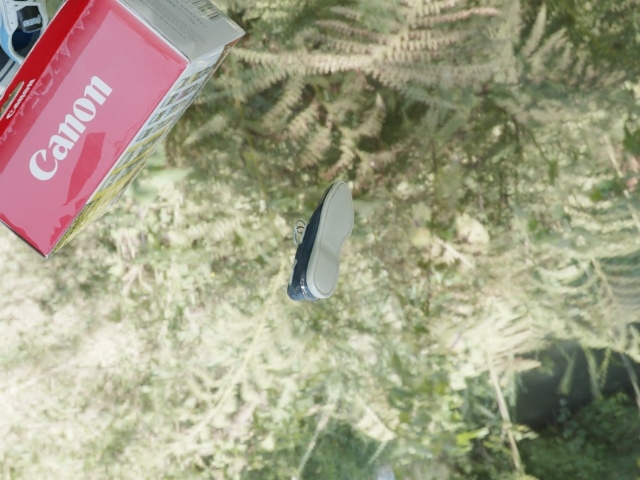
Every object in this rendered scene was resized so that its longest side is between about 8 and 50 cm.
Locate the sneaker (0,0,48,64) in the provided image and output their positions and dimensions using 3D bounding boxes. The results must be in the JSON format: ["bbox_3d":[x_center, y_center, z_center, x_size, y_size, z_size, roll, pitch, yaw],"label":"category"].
[{"bbox_3d":[-0.450,-0.371,1.283,0.085,0.086,0.237,-32,147,-32],"label":"sneaker"}]

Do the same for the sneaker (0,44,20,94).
[{"bbox_3d":[-0.648,-0.251,1.412,0.321,0.126,0.127,-34,130,0],"label":"sneaker"}]

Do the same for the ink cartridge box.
[{"bbox_3d":[-0.258,-0.142,0.979,0.130,0.272,0.309,40,115,-5],"label":"ink cartridge box"}]

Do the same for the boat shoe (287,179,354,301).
[{"bbox_3d":[0.000,0.000,1.527,0.079,0.254,0.095,-14,140,35],"label":"boat shoe"}]
